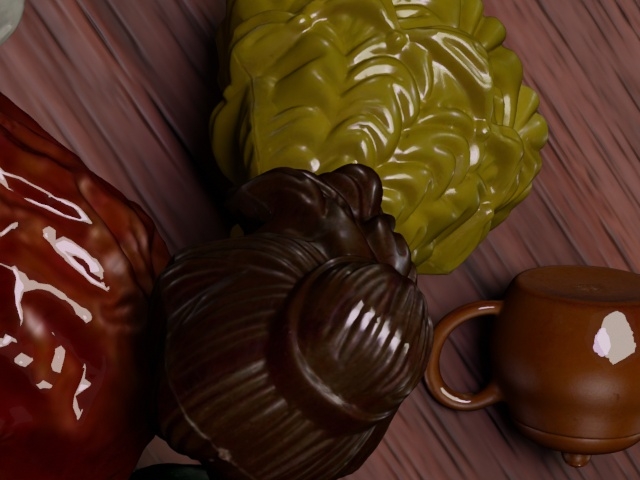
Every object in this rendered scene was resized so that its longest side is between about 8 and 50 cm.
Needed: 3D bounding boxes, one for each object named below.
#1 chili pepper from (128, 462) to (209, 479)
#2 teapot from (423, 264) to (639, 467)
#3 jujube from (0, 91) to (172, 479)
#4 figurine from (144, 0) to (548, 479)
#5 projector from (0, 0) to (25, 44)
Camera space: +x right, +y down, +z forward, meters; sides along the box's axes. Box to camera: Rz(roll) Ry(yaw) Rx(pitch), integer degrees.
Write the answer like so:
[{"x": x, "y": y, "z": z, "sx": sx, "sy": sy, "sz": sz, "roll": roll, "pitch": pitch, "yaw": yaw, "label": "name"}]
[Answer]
[{"x": -0.054, "y": 0.194, "z": 0.851, "sx": 0.261, "sy": 0.165, "sz": 0.174, "roll": 13, "pitch": 86, "yaw": -57, "label": "chili pepper"}, {"x": 0.143, "y": 0.075, "z": 1.053, "sx": 0.173, "sy": 0.116, "sz": 0.116, "roll": 3, "pitch": 78, "yaw": -3, "label": "teapot"}, {"x": -0.174, "y": 0.016, "z": 0.834, "sx": 0.250, "sy": 0.174, "sz": 0.174, "roll": 32, "pitch": 66, "yaw": -14, "label": "jujube"}, {"x": -0.004, "y": 0.002, "z": 0.858, "sx": 0.315, "sy": 0.168, "sz": 0.187, "roll": -67, "pitch": 142, "yaw": -57, "label": "figurine"}, {"x": -0.216, "y": -0.135, "z": 0.694, "sx": 0.177, "sy": 0.163, "sz": 0.242, "roll": 19, "pitch": 26, "yaw": 8, "label": "projector"}]
